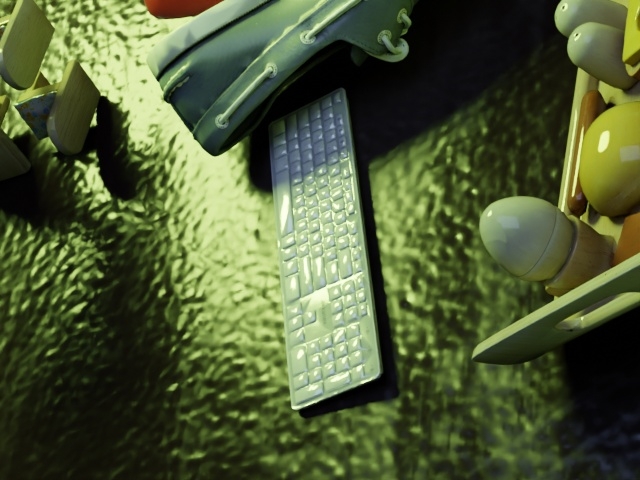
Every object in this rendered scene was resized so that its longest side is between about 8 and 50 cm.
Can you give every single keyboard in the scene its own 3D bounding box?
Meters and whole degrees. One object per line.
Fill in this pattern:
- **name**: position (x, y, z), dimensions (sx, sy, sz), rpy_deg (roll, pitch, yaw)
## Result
- **keyboard**: position (0.000, 0.000, 1.001), dimensions (0.072, 0.014, 0.256), rpy_deg (-21, 52, 20)

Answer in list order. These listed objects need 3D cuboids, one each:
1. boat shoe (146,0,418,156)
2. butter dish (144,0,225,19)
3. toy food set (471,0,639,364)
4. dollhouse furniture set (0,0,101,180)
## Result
- **boat shoe**: position (0.026, -0.169, 1.052), dimensions (0.319, 0.116, 0.099), rpy_deg (-26, 83, 8)
- **butter dish**: position (-0.074, -0.278, 1.165), dimensions (0.160, 0.118, 0.160), rpy_deg (-5, 103, 30)
- **toy food set**: position (0.174, -0.090, 0.821), dimensions (0.220, 0.092, 0.306), rpy_deg (137, 149, -60)
- **dollhouse furniture set**: position (-0.341, -0.118, 1.130), dimensions (0.212, 0.242, 0.161), rpy_deg (-15, 42, 23)
